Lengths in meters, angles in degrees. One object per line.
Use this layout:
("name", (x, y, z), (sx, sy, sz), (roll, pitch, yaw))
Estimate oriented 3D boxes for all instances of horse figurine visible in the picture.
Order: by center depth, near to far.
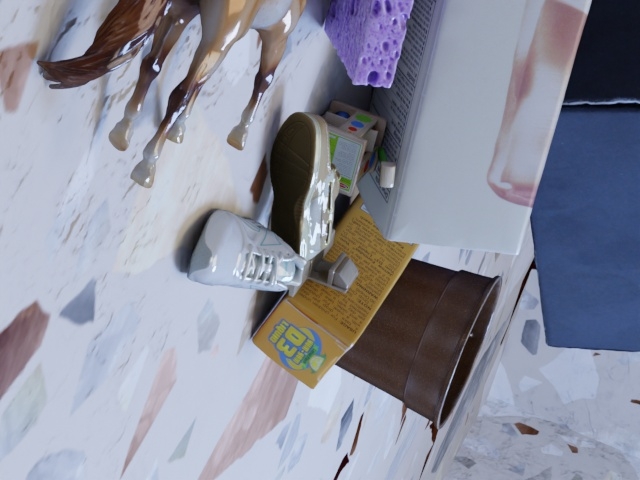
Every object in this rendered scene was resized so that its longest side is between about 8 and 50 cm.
("horse figurine", (-0.056, -0.125, 0.743), (0.174, 0.066, 0.263), (-66, 170, 15))

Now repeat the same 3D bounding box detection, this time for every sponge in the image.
("sponge", (0.049, -0.225, 0.950), (0.117, 0.031, 0.210), (-109, -151, -59))

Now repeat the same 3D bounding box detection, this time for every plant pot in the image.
("plant pot", (0.079, 0.083, 1.375), (0.167, 0.165, 0.167), (-60, 165, -28))

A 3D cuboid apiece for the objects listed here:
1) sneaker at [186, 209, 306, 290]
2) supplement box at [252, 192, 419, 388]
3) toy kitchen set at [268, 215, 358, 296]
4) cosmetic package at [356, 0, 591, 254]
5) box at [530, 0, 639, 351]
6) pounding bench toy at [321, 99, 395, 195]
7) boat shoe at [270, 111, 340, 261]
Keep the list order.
("sneaker", (-0.050, 0.011, 0.986), (0.054, 0.061, 0.152), (-68, 165, 8))
("supplement box", (0.028, 0.028, 1.246), (0.078, 0.080, 0.233), (-52, -177, 42))
("toy kitchen set", (0.000, 0.000, 1.144), (0.083, 0.068, 0.075), (-53, 160, -49))
("cosmetic package", (0.130, -0.154, 1.142), (0.153, 0.129, 0.296), (-112, -148, -63))
("box", (0.410, -0.183, 1.580), (0.480, 0.297, 0.472), (71, 25, -52))
("pounding bench toy", (0.033, -0.074, 1.124), (0.065, 0.083, 0.052), (-46, 154, -57))
("boat shoe", (-0.009, -0.043, 1.047), (0.045, 0.050, 0.135), (-22, 136, -36))
